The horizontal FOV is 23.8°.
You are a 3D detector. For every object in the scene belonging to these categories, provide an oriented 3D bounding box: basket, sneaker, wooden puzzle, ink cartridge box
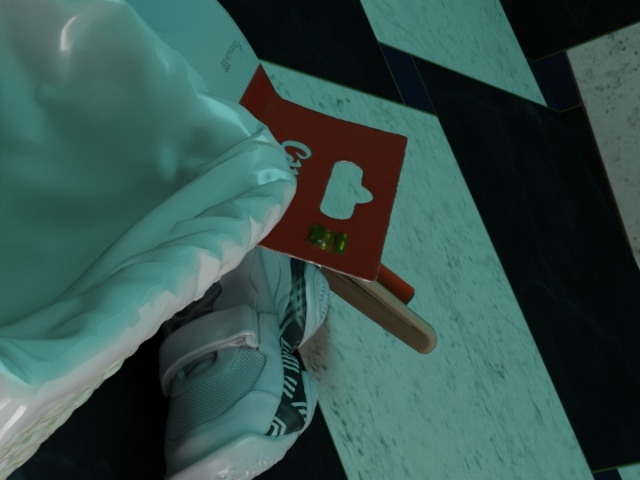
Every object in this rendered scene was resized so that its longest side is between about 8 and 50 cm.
[{"bbox_3d":[-0.240,-0.012,0.678,0.331,0.266,0.328,42,23,1],"label":"basket"},{"bbox_3d":[-0.107,0.058,1.283,0.210,0.137,0.366,52,22,-17],"label":"sneaker"},{"bbox_3d":[0.000,0.000,1.510,0.238,0.044,0.221,45,-7,-36],"label":"wooden puzzle"},{"bbox_3d":[-0.106,-0.127,1.275,0.385,0.091,0.308,20,27,-1],"label":"ink cartridge box"}]
